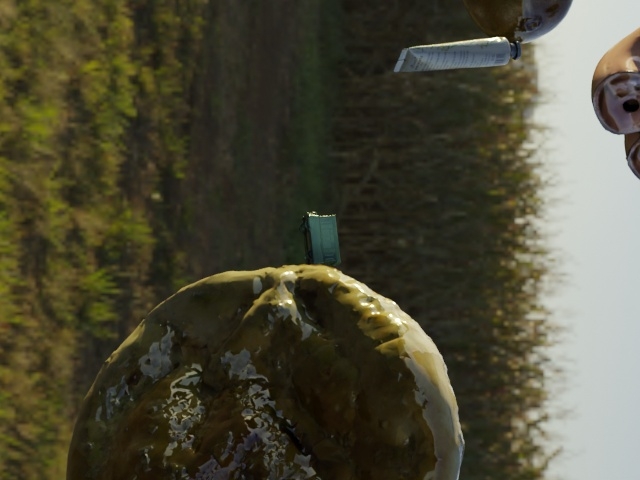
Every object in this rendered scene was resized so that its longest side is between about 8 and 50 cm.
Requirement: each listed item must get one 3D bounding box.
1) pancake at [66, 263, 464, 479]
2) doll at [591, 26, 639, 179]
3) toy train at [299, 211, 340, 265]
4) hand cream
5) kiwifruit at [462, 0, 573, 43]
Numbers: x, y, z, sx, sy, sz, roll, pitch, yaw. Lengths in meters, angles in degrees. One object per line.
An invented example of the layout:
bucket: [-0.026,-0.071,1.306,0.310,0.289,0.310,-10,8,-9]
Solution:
pancake: [-0.058,0.181,1.012,0.082,0.387,0.386,61,28,-55]
doll: [0.354,-0.199,1.012,0.284,0.216,0.268,52,31,-25]
toy train: [0.000,0.000,1.773,0.038,0.056,0.093,141,-56,-68]
hand cream: [0.208,-0.281,1.720,0.067,0.195,0.042,121,-40,-68]
kiwifruit: [0.337,-0.441,1.961,0.196,0.196,0.234,82,4,-48]
